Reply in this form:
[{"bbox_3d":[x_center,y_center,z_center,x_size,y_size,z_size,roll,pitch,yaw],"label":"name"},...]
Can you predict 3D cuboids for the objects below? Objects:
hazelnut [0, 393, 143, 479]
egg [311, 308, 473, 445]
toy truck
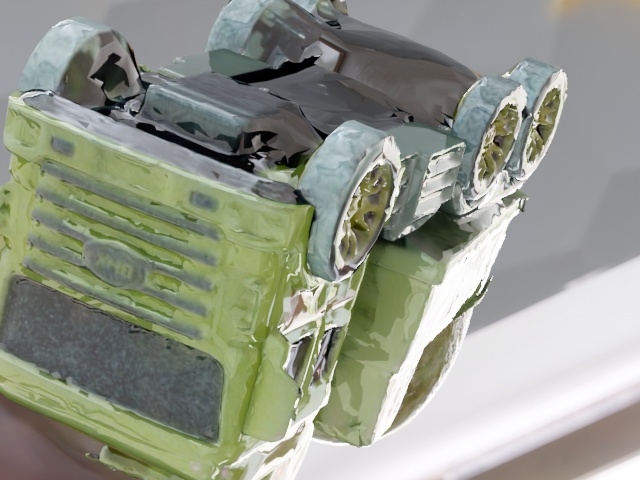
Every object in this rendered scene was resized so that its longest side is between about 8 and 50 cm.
[{"bbox_3d":[-0.173,0.168,0.698,0.409,0.359,0.359,25,-179,10],"label":"hazelnut"},{"bbox_3d":[0.000,0.000,1.302,0.238,0.238,0.289,46,-158,-69],"label":"egg"},{"bbox_3d":[-0.009,0.004,0.475,0.191,0.085,0.116,-27,-45,-64],"label":"toy truck"}]
